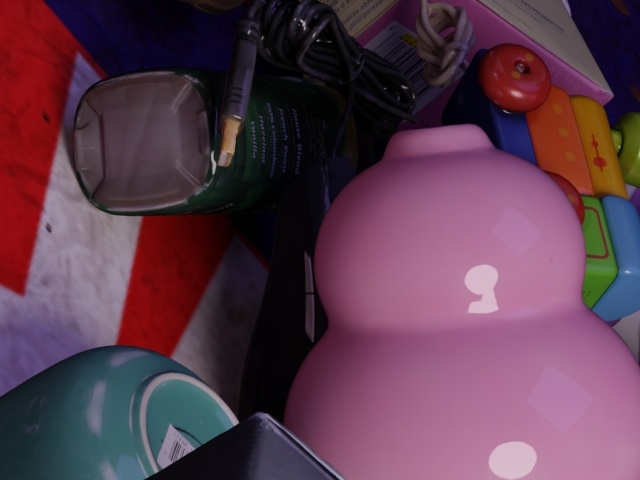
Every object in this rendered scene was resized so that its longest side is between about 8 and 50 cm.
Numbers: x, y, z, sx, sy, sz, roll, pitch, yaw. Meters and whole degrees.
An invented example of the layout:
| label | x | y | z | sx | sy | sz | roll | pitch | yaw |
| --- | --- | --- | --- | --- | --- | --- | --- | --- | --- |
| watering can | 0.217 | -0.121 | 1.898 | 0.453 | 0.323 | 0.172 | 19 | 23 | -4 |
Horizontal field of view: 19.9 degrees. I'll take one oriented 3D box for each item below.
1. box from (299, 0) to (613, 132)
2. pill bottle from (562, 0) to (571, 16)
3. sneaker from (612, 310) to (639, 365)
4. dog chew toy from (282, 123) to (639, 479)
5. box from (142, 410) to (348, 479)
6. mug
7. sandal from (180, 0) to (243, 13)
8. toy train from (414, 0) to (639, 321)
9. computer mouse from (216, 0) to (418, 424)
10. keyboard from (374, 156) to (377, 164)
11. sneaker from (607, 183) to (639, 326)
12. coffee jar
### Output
| label | x | y | z | sx | sy | sz | roll | pitch | yaw |
| --- | --- | --- | --- | --- | --- | --- | --- | --- | --- |
| box | 0.062 | -0.189 | 1.277 | 0.213 | 0.117 | 0.243 | 26 | 34 | -45 |
| pill bottle | 0.127 | -0.239 | 1.472 | 0.108 | 0.108 | 0.193 | 24 | 43 | -47 |
| sneaker | 0.269 | 0.086 | 1.374 | 0.090 | 0.115 | 0.232 | 36 | 35 | -35 |
| dog chew toy | 0.071 | 0.111 | 0.874 | 0.207 | 0.207 | 0.331 | -8 | 91 | -60 |
| box | -0.091 | 0.265 | 0.418 | 0.179 | 0.312 | 0.343 | 45 | 31 | -24 |
| mug | -0.079 | 0.112 | 0.812 | 0.158 | 0.097 | 0.129 | 6 | 57 | -55 |
| sandal | -0.084 | -0.182 | 1.153 | 0.072 | 0.049 | 0.180 | 52 | 14 | -23 |
| toy train | 0.139 | -0.063 | 1.039 | 0.143 | 0.105 | 0.248 | 5 | 54 | -19 |
| computer mouse | 0.000 | 0.000 | 0.955 | 0.184 | 0.060 | 0.262 | 37 | 62 | -56 |
| keyboard | 0.025 | 0.008 | 1.165 | 0.100 | 0.038 | 0.192 | -2 | 63 | -32 |
| sneaker | 0.082 | 0.061 | 1.088 | 0.305 | 0.152 | 0.114 | -52 | 148 | -32 |
| coffee jar | -0.048 | -0.054 | 1.024 | 0.184 | 0.096 | 0.079 | -4 | 89 | -58 |
